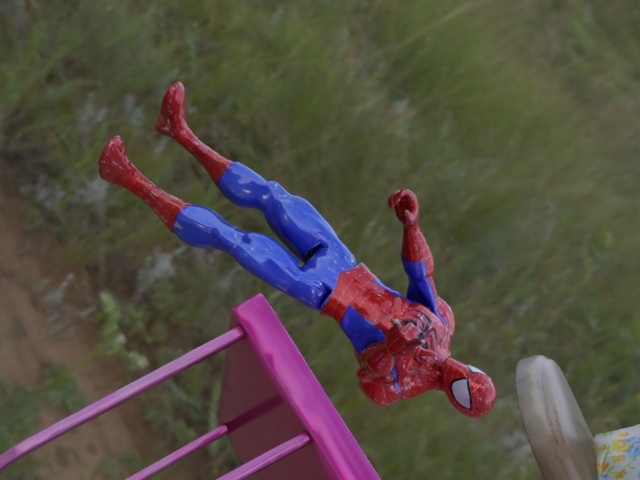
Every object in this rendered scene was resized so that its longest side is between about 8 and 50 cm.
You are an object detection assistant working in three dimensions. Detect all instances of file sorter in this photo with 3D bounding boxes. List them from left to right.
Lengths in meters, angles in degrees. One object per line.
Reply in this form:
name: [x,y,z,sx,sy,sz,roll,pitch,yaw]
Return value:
file sorter: [-0.041,0.222,0.780,0.290,0.182,0.202,57,-18,17]

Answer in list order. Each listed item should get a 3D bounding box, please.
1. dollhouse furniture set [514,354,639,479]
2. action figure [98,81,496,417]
dollhouse furniture set: [0.249,0.116,0.543,0.394,0.362,0.256,-79,147,-54]
action figure: [0.000,0.000,0.850,0.280,0.139,0.091,39,62,8]
